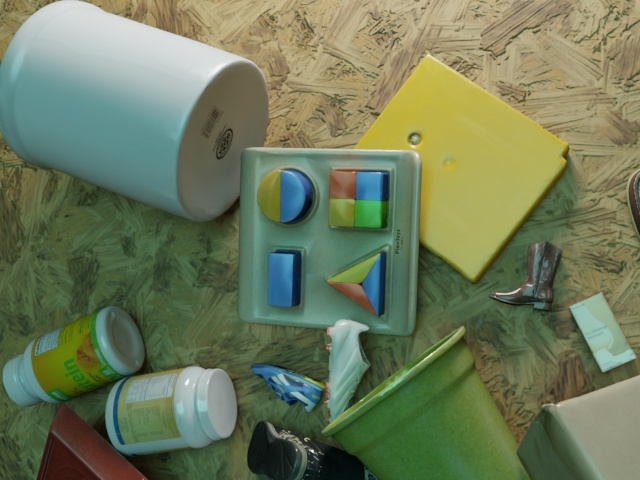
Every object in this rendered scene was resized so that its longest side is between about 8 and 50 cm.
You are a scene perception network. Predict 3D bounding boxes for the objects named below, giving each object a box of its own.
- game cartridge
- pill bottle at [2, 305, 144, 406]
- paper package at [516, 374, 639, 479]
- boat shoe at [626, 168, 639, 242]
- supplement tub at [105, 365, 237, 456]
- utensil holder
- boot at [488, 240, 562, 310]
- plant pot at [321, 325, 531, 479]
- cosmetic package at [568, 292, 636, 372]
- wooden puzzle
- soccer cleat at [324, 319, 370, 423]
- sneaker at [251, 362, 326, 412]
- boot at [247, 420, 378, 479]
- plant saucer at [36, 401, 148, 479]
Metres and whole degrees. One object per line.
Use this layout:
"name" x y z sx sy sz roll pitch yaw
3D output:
"game cartridge" 0.230 -0.130 1.355 0.323 0.052 0.285 39 93 19
"pill bottle" -0.474 0.230 1.472 0.245 0.136 0.136 -23 72 13
"paper package" 0.480 0.339 1.015 0.309 0.168 0.325 -15 57 -18
"boat shoe" 0.570 0.027 1.160 0.123 0.123 0.342 -21 73 14
"supplement tub" -0.265 0.304 1.380 0.199 0.144 0.144 -11 75 16
"utensil holder" -0.333 -0.235 1.428 0.385 0.327 0.328 21 86 19
"boot" 0.341 0.053 1.281 0.106 0.037 0.114 10 85 7
"plant pot" 0.185 0.315 1.180 0.276 0.276 0.254 -38 80 8
"cosmetic package" 0.447 0.147 1.222 0.060 0.041 0.115 -28 71 12
"wooden puzzle" 0.000 0.000 1.350 0.348 0.080 0.322 3 95 21
"soccer cleat" 0.046 0.233 1.316 0.076 0.068 0.196 2 96 2
"sneaker" -0.064 0.258 1.371 0.144 0.053 0.059 18 87 23
"boot" -0.015 0.376 1.300 0.178 0.236 0.085 21 80 -20
"plant saucer" -0.427 0.467 1.395 0.259 0.048 0.258 34 119 21
